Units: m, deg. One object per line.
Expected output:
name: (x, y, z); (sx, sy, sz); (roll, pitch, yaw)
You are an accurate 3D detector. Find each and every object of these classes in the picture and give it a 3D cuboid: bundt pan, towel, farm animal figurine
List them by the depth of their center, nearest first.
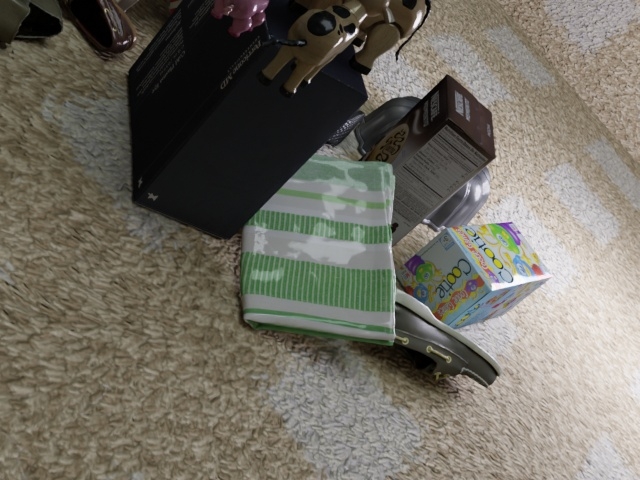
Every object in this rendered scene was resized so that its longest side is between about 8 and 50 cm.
farm animal figurine: (0.019, -0.330, 1.279); (0.327, 0.172, 0.330); (11, 46, -42)
towel: (0.000, 0.000, 1.536); (0.248, 0.038, 0.324); (7, 58, -11)
bundt pan: (0.235, -0.179, 2.108); (0.331, 0.124, 0.330); (32, 32, -23)

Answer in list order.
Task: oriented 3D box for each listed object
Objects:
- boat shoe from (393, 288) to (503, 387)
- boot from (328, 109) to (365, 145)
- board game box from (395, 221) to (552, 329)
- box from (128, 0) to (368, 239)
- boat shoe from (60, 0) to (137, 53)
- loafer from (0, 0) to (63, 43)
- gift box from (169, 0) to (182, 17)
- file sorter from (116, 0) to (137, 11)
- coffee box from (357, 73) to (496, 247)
boat shoe: (0.180, 0.175, 1.651); (0.305, 0.091, 0.109); (35, -10, -28)
boot: (-0.019, -0.261, 1.931); (0.161, 0.083, 0.246); (46, 28, 9)
board game box: (0.291, 0.064, 1.868); (0.275, 0.144, 0.142); (-6, 58, -55)
box: (-0.125, -0.235, 1.497); (0.179, 0.343, 0.312); (24, 38, -32)
boat shoe: (-0.383, -0.393, 1.625); (0.207, 0.073, 0.073); (49, 28, 3)
loafer: (-0.464, -0.339, 1.437); (0.087, 0.094, 0.251); (50, 30, 14)
gift box: (-0.119, -0.437, 1.852); (0.255, 0.276, 0.258); (54, 24, -14)
file sorter: (-0.287, -0.543, 1.707); (0.173, 0.193, 0.277); (51, 44, -18)
coffee box: (0.168, -0.132, 1.790); (0.119, 0.297, 0.168); (36, 31, -18)
